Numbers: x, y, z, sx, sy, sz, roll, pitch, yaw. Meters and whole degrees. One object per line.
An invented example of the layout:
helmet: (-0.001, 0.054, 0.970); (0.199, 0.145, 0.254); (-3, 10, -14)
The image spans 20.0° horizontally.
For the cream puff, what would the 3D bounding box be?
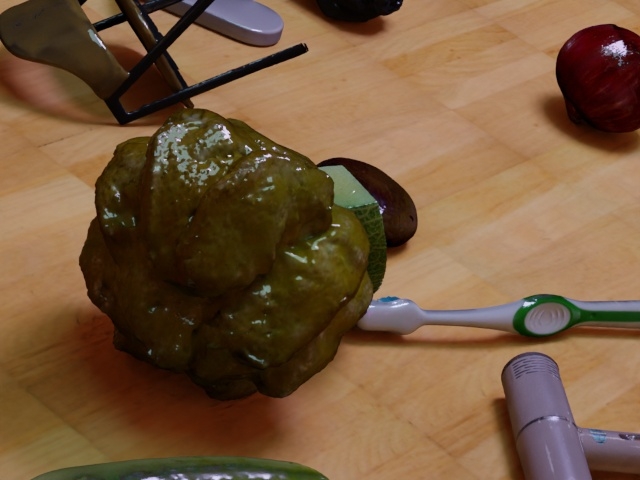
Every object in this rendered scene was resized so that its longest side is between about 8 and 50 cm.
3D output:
cream puff: (-0.075, 0.017, 1.402); (0.244, 0.196, 0.244); (29, -8, 5)

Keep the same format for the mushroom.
mushroom: (0.038, -0.039, 1.726); (0.123, 0.052, 0.123); (17, 28, -10)

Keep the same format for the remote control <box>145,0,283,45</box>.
remote control: (-0.155, -0.275, 2.013); (0.245, 0.022, 0.077); (23, 29, 6)

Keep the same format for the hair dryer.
hair dryer: (0.264, 0.195, 1.504); (0.220, 0.053, 0.195); (18, 31, -16)

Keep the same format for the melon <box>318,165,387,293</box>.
melon: (0.000, 0.000, 1.541); (0.064, 0.209, 0.118); (-20, 71, -17)

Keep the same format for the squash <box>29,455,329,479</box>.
squash: (-0.111, 0.192, 1.262); (0.250, 0.083, 0.083); (-1, 37, -36)

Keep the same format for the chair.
chair: (-0.173, -0.215, 1.790); (0.247, 0.172, 0.159); (-34, 47, -1)

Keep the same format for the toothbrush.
toothbrush: (0.213, 0.070, 1.662); (0.418, 0.042, 0.040); (2, 12, -25)

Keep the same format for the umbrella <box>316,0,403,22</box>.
umbrella: (-0.051, -0.351, 2.130); (0.340, 0.118, 0.118); (24, 31, 18)

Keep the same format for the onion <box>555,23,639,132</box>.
onion: (0.325, -0.180, 2.043); (0.131, 0.131, 0.131); (14, 32, -9)
